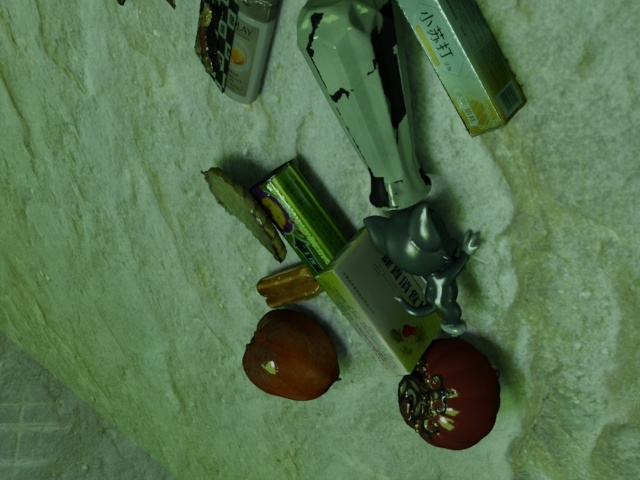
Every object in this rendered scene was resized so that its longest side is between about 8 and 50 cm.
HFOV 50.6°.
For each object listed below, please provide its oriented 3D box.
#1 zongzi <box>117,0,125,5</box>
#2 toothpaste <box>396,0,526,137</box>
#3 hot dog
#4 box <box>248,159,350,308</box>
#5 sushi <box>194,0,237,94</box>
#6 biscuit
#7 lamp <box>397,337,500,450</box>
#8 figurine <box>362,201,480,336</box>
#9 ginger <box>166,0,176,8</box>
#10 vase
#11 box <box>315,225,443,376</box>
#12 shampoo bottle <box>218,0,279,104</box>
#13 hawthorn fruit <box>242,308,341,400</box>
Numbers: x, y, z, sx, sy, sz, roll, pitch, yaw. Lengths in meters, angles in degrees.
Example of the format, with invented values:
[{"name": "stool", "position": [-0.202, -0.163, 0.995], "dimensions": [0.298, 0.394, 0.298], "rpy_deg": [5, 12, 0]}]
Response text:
[{"name": "zongzi", "position": [-0.413, -0.523, 1.346], "dimensions": [0.083, 0.073, 0.067], "rpy_deg": [17, 153, -32]}, {"name": "toothpaste", "position": [0.191, -0.307, 0.984], "dimensions": [0.071, 0.089, 0.313], "rpy_deg": [-12, 116, 51]}, {"name": "hot dog", "position": [-0.071, 0.106, 1.591], "dimensions": [0.236, 0.062, 0.092], "rpy_deg": [-17, 113, 44]}, {"name": "box", "position": [0.000, 0.000, 1.408], "dimensions": [0.345, 0.097, 0.134], "rpy_deg": [53, 155, -10]}, {"name": "sushi", "position": [-0.210, -0.389, 1.254], "dimensions": [0.139, 0.031, 0.201], "rpy_deg": [56, 147, 28]}, {"name": "biscuit", "position": [-0.170, -0.076, 1.450], "dimensions": [0.273, 0.036, 0.187], "rpy_deg": [43, 165, 31]}, {"name": "lamp", "position": [0.256, 0.310, 1.372], "dimensions": [0.227, 0.227, 0.227], "rpy_deg": [23, 136, 24]}, {"name": "figurine", "position": [0.189, 0.051, 1.265], "dimensions": [0.193, 0.140, 0.265], "rpy_deg": [7, 107, 59]}, {"name": "ginger", "position": [-0.299, -0.499, 1.270], "dimensions": [0.137, 0.044, 0.057], "rpy_deg": [55, 169, -4]}, {"name": "vase", "position": [0.084, -0.225, 1.103], "dimensions": [0.165, 0.165, 0.360], "rpy_deg": [5, 131, 38]}, {"name": "box", "position": [0.126, 0.115, 1.340], "dimensions": [0.062, 0.175, 0.260], "rpy_deg": [-24, 106, 49]}, {"name": "shampoo bottle", "position": [-0.135, -0.359, 1.239], "dimensions": [0.086, 0.056, 0.227], "rpy_deg": [38, 140, 12]}, {"name": "hawthorn fruit", "position": [-0.050, 0.289, 1.644], "dimensions": [0.262, 0.210, 0.210], "rpy_deg": [27, 143, -13]}]
